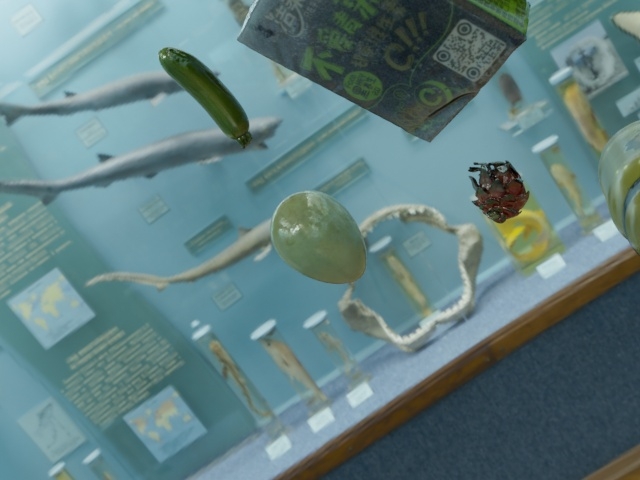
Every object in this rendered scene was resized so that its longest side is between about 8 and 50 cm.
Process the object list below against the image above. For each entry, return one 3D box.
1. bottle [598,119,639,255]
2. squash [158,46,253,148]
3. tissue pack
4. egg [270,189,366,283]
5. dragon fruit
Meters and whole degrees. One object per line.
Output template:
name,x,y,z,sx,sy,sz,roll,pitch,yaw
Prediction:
bottle,0.505,-0.066,1.049,0.171,0.171,0.351,-30,8,23
squash,-0.218,-0.289,1.441,0.069,0.258,0.069,-32,31,22
tissue pack,0.095,-0.354,1.176,0.288,0.394,0.124,-49,21,50
egg,0.000,0.000,1.942,0.218,0.295,0.218,-44,8,8
dragon fruit,0.392,-0.109,1.600,0.130,0.142,0.121,1,30,5
